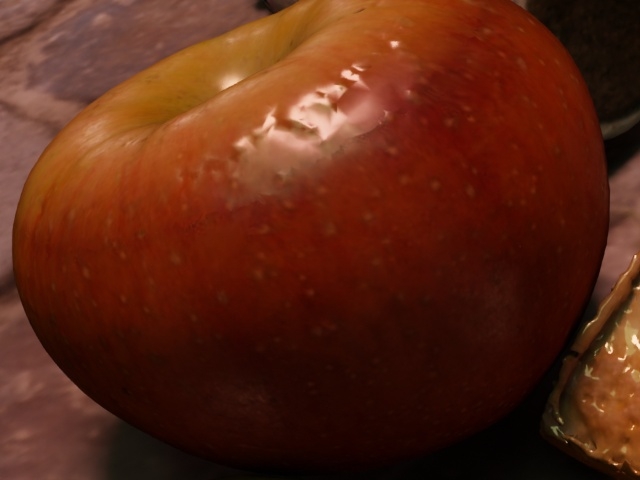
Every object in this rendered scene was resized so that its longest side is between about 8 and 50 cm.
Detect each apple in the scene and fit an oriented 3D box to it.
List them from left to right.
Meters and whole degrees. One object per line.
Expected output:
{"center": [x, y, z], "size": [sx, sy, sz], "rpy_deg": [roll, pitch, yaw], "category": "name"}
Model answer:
{"center": [0.000, 0.000, 0.653], "size": [0.234, 0.173, 0.210], "rpy_deg": [-12, 26, 33], "category": "apple"}

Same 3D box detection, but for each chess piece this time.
{"center": [0.046, -0.132, 0.827], "size": [0.139, 0.139, 0.271], "rpy_deg": [-44, 34, -22], "category": "chess piece"}

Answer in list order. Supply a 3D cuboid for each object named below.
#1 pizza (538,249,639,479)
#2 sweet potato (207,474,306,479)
{"center": [0.210, 0.035, 0.609], "size": [0.204, 0.080, 0.188], "rpy_deg": [25, 82, 28], "category": "pizza"}
{"center": [-0.099, 0.133, 0.639], "size": [0.273, 0.075, 0.075], "rpy_deg": [-7, 44, 21], "category": "sweet potato"}
